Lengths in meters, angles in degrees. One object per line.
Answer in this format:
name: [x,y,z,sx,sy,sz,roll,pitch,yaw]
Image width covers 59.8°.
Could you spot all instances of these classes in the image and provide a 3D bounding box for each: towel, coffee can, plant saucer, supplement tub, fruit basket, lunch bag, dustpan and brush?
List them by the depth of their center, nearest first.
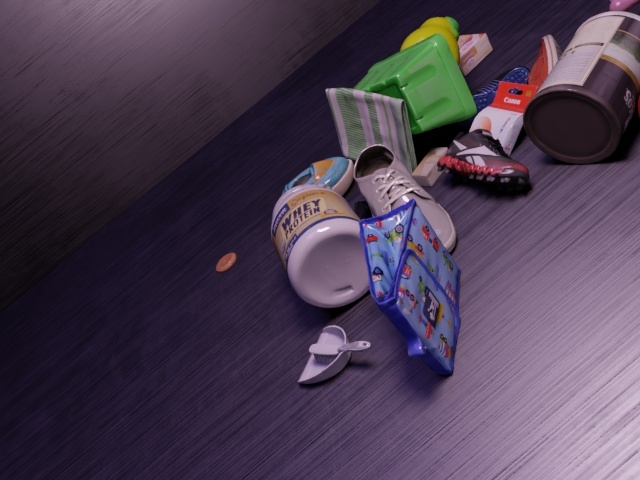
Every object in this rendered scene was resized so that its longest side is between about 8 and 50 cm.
lunch bag: [0.174,0.104,1.074,0.138,0.221,0.293,-23,33,25]
dustpan and brush: [0.036,0.240,1.205,0.211,0.060,0.147,-9,41,42]
coffee can: [0.599,-0.335,1.220,0.201,0.201,0.275,7,53,52]
supplement tub: [0.000,0.000,1.405,0.228,0.228,0.316,-38,30,3]
towel: [0.144,-0.314,1.611,0.038,0.248,0.324,-33,37,-22]
fruit basket: [0.297,-0.466,1.618,0.391,0.283,0.392,-27,15,8]
plant saucer: [-0.320,0.072,1.877,0.083,0.013,0.084,-27,32,19]

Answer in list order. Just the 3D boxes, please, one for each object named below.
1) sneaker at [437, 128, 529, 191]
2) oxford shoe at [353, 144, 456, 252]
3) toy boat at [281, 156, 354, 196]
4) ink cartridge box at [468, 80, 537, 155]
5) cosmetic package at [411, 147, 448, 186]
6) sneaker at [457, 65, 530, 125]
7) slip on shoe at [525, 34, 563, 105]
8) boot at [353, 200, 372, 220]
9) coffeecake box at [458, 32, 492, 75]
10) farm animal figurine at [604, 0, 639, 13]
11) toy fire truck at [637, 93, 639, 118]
sneaker: [0.398,-0.201,1.338,0.276,0.097,0.135,32,99,60]
oxford shoe: [0.192,-0.105,1.406,0.169,0.130,0.449,-28,40,2]
toy boat: [-0.002,-0.156,1.699,0.267,0.148,0.318,-37,29,4]
ink cartridge box: [0.460,-0.319,1.427,0.145,0.045,0.180,42,118,60]
cosmetic package: [0.305,-0.202,1.528,0.060,0.041,0.115,9,54,52]
sneaker: [0.490,-0.407,1.581,0.232,0.081,0.090,-31,4,28]
slip on shoe: [0.587,-0.426,1.453,0.101,0.123,0.331,-18,40,38]
boot: [0.144,-0.085,1.551,0.099,0.045,0.121,-20,36,20]
coffeecake box: [0.469,-0.636,1.911,0.142,0.068,0.185,-44,31,-11]
farm animal figurine: [0.839,-0.556,1.252,0.326,0.331,0.172,4,41,12]
toy fire truck: [0.726,-0.368,1.071,0.302,0.254,0.169,-49,31,-16]
